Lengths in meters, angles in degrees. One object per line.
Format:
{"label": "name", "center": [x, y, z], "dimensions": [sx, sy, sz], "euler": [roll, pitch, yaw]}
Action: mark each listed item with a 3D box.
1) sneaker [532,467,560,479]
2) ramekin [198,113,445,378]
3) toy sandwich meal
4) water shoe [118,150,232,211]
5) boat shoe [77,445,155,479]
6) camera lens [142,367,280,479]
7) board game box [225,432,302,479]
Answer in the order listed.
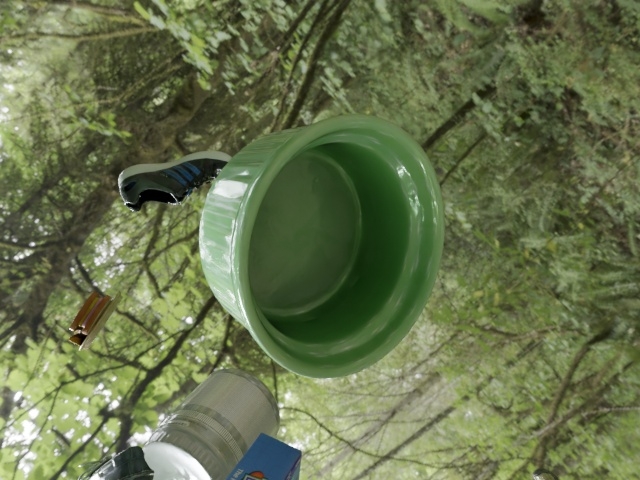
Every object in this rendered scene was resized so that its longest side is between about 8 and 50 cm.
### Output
{"label": "sneaker", "center": [0.376, 0.594, 0.790], "dimensions": [0.158, 0.181, 0.411], "euler": [66, -163, -69]}
{"label": "ramekin", "center": [0.000, 0.000, 0.613], "dimensions": [0.303, 0.304, 0.148], "euler": [41, 165, -36]}
{"label": "toy sandwich meal", "center": [-0.255, 0.086, 0.552], "dimensions": [0.029, 0.086, 0.085], "euler": [34, -168, -15]}
{"label": "water shoe", "center": [-0.247, -0.099, 0.872], "dimensions": [0.073, 0.203, 0.080], "euler": [107, 146, -64]}
{"label": "boat shoe", "center": [-0.336, 0.386, 0.791], "dimensions": [0.095, 0.254, 0.079], "euler": [-4, -114, -36]}
{"label": "camera lens", "center": [-0.234, 0.438, 1.100], "dimensions": [0.219, 0.219, 0.274], "euler": [48, -150, 1]}
{"label": "board game box", "center": [-0.077, 0.302, 0.419], "dimensions": [0.047, 0.210, 0.160], "euler": [16, -153, 20]}
